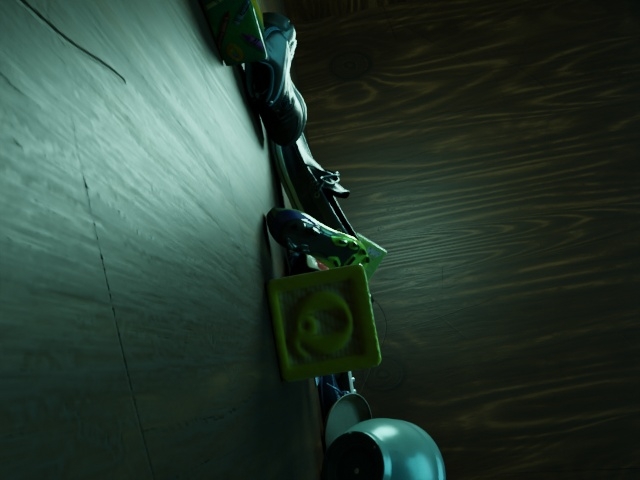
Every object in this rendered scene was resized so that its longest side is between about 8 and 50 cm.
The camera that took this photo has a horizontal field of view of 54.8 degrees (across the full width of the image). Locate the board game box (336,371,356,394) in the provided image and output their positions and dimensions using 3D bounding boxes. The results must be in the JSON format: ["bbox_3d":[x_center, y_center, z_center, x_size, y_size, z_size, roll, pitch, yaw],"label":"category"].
[{"bbox_3d":[0.100,0.535,2.091,0.390,0.050,0.390,96,-11,-56],"label":"board game box"}]

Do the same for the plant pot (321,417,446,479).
[{"bbox_3d":[0.125,0.561,1.478,0.196,0.293,0.293,36,37,-46],"label":"plant pot"}]

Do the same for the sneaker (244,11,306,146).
[{"bbox_3d":[-0.120,-0.336,1.405,0.341,0.125,0.140,80,29,-49],"label":"sneaker"}]

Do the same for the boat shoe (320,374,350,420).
[{"bbox_3d":[0.053,0.480,1.770,0.109,0.089,0.258,-46,126,-86],"label":"boat shoe"}]

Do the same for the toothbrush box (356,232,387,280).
[{"bbox_3d":[0.100,0.123,2.101,0.283,0.122,0.206,-60,178,4],"label":"toothbrush box"}]

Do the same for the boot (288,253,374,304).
[{"bbox_3d":[0.029,0.110,1.457,0.088,0.176,0.244,-64,-159,5],"label":"boot"}]

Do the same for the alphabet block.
[{"bbox_3d":[0.011,0.155,1.211,0.197,0.192,0.194,48,30,-86],"label":"alphabet block"}]

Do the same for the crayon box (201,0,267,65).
[{"bbox_3d":[-0.161,-0.475,1.100,0.165,0.081,0.279,74,7,-63],"label":"crayon box"}]

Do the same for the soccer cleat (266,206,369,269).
[{"bbox_3d":[0.000,-0.001,1.354,0.289,0.093,0.121,26,13,-43],"label":"soccer cleat"}]

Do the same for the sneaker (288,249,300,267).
[{"bbox_3d":[-0.060,0.027,1.586,0.058,0.052,0.135,-59,137,-75],"label":"sneaker"}]

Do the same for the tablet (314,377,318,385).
[{"bbox_3d":[-0.016,0.355,1.701,0.054,0.006,0.083,7,72,-86],"label":"tablet"}]

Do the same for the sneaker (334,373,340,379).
[{"bbox_3d":[0.036,0.386,2.066,0.065,0.061,0.158,-177,-103,-87],"label":"sneaker"}]

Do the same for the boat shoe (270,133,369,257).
[{"bbox_3d":[-0.003,-0.130,1.668,0.500,0.156,0.187,70,15,5],"label":"boat shoe"}]

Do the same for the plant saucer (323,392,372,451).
[{"bbox_3d":[0.067,0.513,1.674,0.198,0.036,0.199,3,86,-48],"label":"plant saucer"}]
